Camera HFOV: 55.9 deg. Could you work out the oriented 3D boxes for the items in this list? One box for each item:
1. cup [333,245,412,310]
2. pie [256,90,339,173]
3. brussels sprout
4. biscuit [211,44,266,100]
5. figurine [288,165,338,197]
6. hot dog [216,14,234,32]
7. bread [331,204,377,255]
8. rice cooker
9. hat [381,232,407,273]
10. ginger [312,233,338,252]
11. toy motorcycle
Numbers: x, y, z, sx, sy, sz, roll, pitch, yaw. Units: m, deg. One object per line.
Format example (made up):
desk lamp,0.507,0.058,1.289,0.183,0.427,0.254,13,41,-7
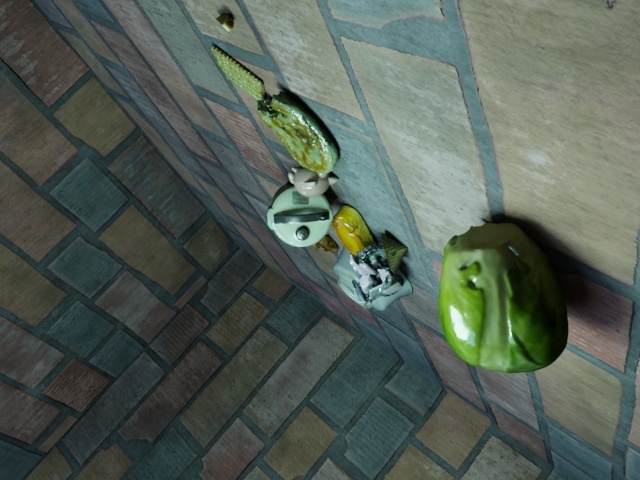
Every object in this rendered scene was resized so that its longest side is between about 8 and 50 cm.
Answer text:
cup,0.179,0.156,2.385,0.347,0.163,0.347,39,167,11
pie,-0.066,-0.315,1.784,0.302,0.067,0.302,38,165,13
brussels sprout,0.430,0.145,1.412,0.276,0.314,0.371,-4,132,39
biscuit,-0.241,-0.493,1.819,0.203,0.016,0.144,38,166,14
figurine,-0.027,-0.199,1.940,0.138,0.125,0.125,11,148,47
hot dog,-0.243,-0.566,1.559,0.030,0.034,0.090,39,-170,-35
bread,0.125,-0.020,2.135,0.102,0.094,0.245,22,157,41
rice cooker,-0.073,-0.098,2.094,0.226,0.226,0.244,45,-172,-14
hat,0.258,0.035,2.007,0.146,0.067,0.145,-17,-90,-75
ginger,0.000,0.000,2.581,0.162,0.073,0.103,47,167,-24
toy motorcycle,0.181,0.130,2.125,0.327,0.188,0.143,54,-169,-53
